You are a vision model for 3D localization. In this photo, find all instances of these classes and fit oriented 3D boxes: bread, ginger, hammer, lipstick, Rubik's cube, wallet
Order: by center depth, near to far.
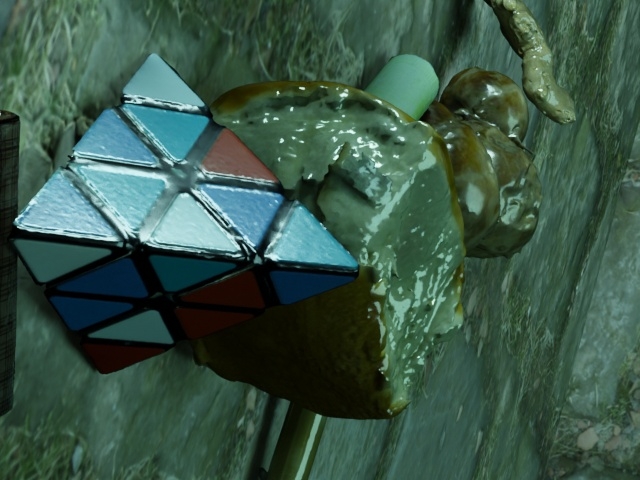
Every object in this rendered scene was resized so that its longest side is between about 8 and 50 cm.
[{"bbox_3d":[-0.254,0.030,1.074,0.124,0.042,0.230,-35,135,-64],"label":"wallet"},{"bbox_3d":[-0.117,0.042,1.260,0.284,0.250,0.234,-71,-174,-53],"label":"Rubik's cube"},{"bbox_3d":[0.000,0.000,1.417,0.225,0.250,0.279,-56,149,-37],"label":"bread"},{"bbox_3d":[-0.006,0.170,1.711,0.202,0.113,0.305,21,87,-66],"label":"hammer"},{"bbox_3d":[0.052,-0.119,1.727,0.304,0.076,0.076,-52,147,-50],"label":"lipstick"},{"bbox_3d":[0.169,-0.077,1.938,0.375,0.176,0.256,-29,111,-60],"label":"ginger"},{"bbox_3d":[0.273,-0.274,2.063,0.259,0.065,0.149,53,20,-13],"label":"ginger"}]
